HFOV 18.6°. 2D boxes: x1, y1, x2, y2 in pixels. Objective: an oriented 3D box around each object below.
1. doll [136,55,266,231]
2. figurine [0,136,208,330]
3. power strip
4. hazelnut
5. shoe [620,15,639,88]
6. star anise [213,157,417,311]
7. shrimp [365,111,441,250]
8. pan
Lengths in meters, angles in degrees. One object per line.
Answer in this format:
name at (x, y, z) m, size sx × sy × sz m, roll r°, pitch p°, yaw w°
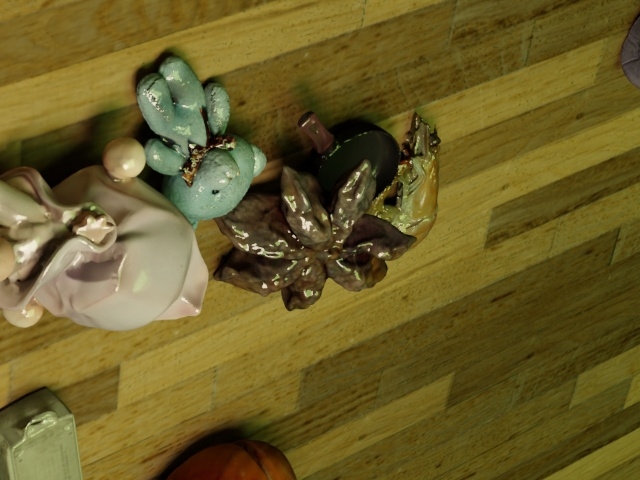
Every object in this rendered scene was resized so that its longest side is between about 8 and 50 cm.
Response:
doll at (-0.105, -0.083, 1.729) m, size 0.120 × 0.075 × 0.180 m, roll -42°, pitch 147°, yaw -19°
figurine at (-0.210, 0.004, 1.649) m, size 0.276 × 0.133 × 0.200 m, roll 14°, pitch 116°, yaw -52°
power strip at (-0.271, 0.247, 1.894) m, size 0.078 × 0.052 × 0.272 m, roll -29°, pitch 141°, yaw -26°
hazelnut at (-0.088, 0.303, 2.050) m, size 0.182 × 0.182 × 0.182 m, roll -29°, pitch 141°, yaw -26°
shoe at (0.432, -0.273, 2.135) m, size 0.137 × 0.095 × 0.245 m, roll -13°, pitch 136°, yaw -46°
star anise at (-0.016, 0.003, 1.885) m, size 0.197 × 0.073 × 0.212 m, roll -19°, pitch 143°, yaw 12°
shrimp at (0.082, -0.055, 2.011) m, size 0.099 × 0.041 × 0.180 m, roll -7°, pitch 131°, yaw -25°
pan at (0.010, -0.083, 1.888) m, size 0.115 × 0.040 × 0.212 m, roll -47°, pitch 152°, yaw -1°
